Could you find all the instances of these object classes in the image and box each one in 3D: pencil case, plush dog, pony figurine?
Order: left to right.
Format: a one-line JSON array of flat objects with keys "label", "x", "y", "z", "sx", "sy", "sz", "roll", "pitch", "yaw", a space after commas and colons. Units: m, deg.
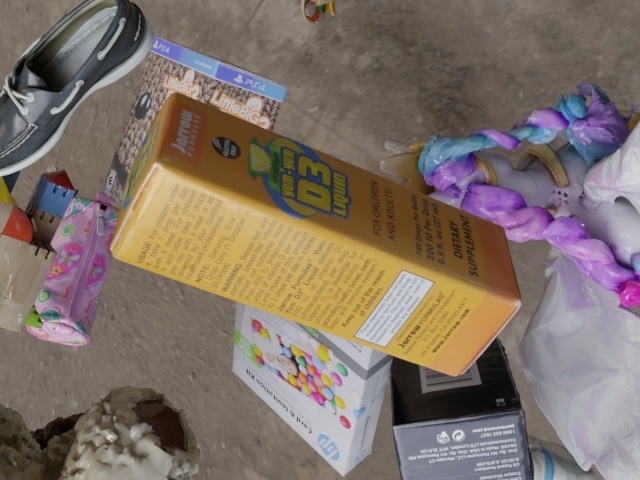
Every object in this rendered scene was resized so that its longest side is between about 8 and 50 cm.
[{"label": "plush dog", "x": -0.243, "y": 0.181, "z": 0.671, "sx": 0.262, "sy": 0.225, "sz": 0.211, "roll": 12, "pitch": 91, "yaw": -28}, {"label": "pencil case", "x": -0.450, "y": 0.051, "z": 1.783, "sx": 0.124, "sy": 0.124, "sz": 0.284, "roll": 19, "pitch": 63, "yaw": -14}, {"label": "pony figurine", "x": 0.268, "y": -0.004, "z": 0.855, "sx": 0.363, "sy": 0.351, "sz": 0.303, "roll": -7, "pitch": 130, "yaw": -38}]

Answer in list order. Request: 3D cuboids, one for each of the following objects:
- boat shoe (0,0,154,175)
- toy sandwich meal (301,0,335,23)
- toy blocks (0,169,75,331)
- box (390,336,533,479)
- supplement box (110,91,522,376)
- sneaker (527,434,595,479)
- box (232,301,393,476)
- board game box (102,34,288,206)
[{"label": "boat shoe", "x": -0.353, "y": -0.207, "z": 1.242, "sx": 0.302, "sy": 0.091, "sz": 0.114, "roll": -46, "pitch": 70, "yaw": 0}, {"label": "toy sandwich meal", "x": 0.003, "y": -0.366, "z": 1.454, "sx": 0.029, "sy": 0.085, "sz": 0.086, "roll": 27, "pitch": 82, "yaw": 27}, {"label": "toy blocks", "x": -0.552, "y": -0.029, "z": 1.485, "sx": 0.381, "sy": 0.190, "sz": 0.261, "roll": 23, "pitch": 97, "yaw": -35}, {"label": "box", "x": 0.108, "y": 0.170, "z": 0.731, "sx": 0.093, "sy": 0.156, "sz": 0.158, "roll": -10, "pitch": 105, "yaw": 6}, {"label": "supplement box", "x": 0.000, "y": 0.000, "z": 0.577, "sx": 0.233, "sy": 0.078, "sz": 0.080, "roll": 19, "pitch": 128, "yaw": -16}, {"label": "sneaker", "x": 0.211, "y": 0.224, "z": 0.942, "sx": 0.082, "sy": 0.190, "sz": 0.071, "roll": 11, "pitch": 87, "yaw": -4}, {"label": "box", "x": -0.009, "y": 0.081, "z": 0.765, "sx": 0.038, "sy": 0.186, "sz": 0.145, "roll": -32, "pitch": 57, "yaw": -32}, {"label": "board game box", "x": -0.216, "y": -0.166, "z": 1.613, "sx": 0.141, "sy": 0.232, "sz": 0.291, "roll": 14, "pitch": 100, "yaw": -40}]
